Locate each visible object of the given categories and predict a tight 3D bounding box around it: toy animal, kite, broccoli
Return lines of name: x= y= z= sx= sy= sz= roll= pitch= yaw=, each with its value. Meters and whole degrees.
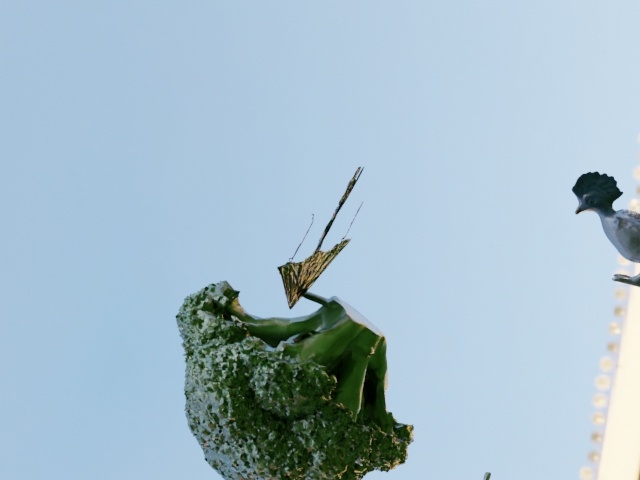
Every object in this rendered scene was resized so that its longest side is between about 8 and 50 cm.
toy animal: x=0.528 y=-0.009 z=1.826 sx=0.239 sy=0.255 sz=0.176 roll=-5 pitch=-72 yaw=-79
kite: x=0.000 y=0.000 z=1.569 sx=0.198 sy=0.006 sz=0.244 roll=-16 pitch=-43 yaw=-58
broccoli: x=-0.045 y=0.226 z=1.615 sx=0.413 sy=0.310 sz=0.321 roll=40 pitch=-146 yaw=-8

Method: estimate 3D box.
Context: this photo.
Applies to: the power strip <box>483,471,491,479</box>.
power strip: x=0.256 y=0.430 z=1.737 sx=0.175 sy=0.075 sz=0.042 roll=-72 pitch=-13 yaw=-52
